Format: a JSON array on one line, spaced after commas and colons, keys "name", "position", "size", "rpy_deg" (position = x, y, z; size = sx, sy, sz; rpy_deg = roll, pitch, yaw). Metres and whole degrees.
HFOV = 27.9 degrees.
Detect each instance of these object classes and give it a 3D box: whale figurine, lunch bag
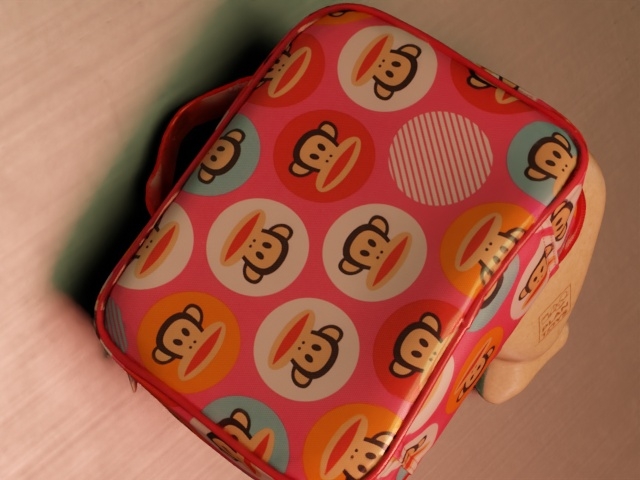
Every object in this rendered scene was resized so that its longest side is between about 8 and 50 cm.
[{"name": "whale figurine", "position": [0.128, 0.015, 1.002], "size": [0.216, 0.141, 0.272], "rpy_deg": [-45, 146, -17]}, {"name": "lunch bag", "position": [0.000, 0.000, 0.818], "size": [0.293, 0.258, 0.120], "rpy_deg": [-53, 161, -10]}]
